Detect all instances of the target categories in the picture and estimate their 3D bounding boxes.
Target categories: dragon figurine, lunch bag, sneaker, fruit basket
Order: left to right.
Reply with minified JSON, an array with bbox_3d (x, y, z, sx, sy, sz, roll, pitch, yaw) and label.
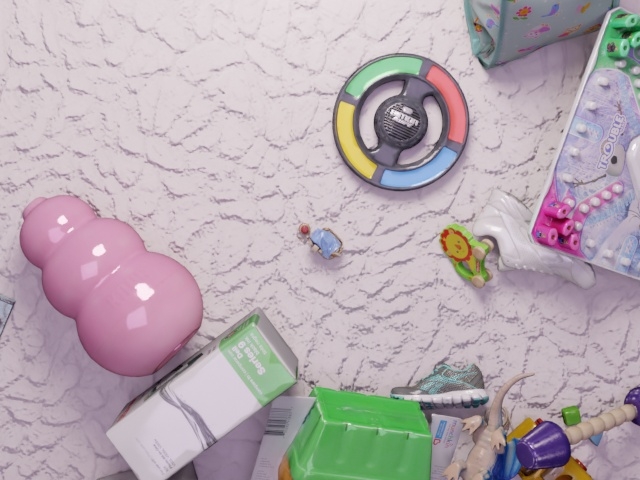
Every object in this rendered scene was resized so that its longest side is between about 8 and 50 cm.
[{"bbox_3d":[0.038,0.417,1.707,0.327,0.165,0.353,9,118,-12],"label":"fruit basket"},{"bbox_3d":[0.201,0.247,1.746,0.166,0.065,0.076,-3,64,8],"label":"sneaker"},{"bbox_3d":[0.282,0.348,1.687,0.085,0.144,0.289,17,84,31],"label":"dragon figurine"},{"bbox_3d":[0.353,0.020,1.720,0.232,0.090,0.115,38,99,4],"label":"sneaker"},{"bbox_3d":[0.345,-0.389,1.609,0.223,0.262,0.160,-23,64,-2],"label":"lunch bag"}]

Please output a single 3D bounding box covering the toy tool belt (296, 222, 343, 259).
[{"bbox_3d":[0.000,0.000,1.713,0.083,0.051,0.052,36,93,-4],"label":"toy tool belt"}]

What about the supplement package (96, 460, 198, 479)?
[{"bbox_3d":[-0.278,0.480,1.624,0.175,0.293,0.177,-15,96,0],"label":"supplement package"}]

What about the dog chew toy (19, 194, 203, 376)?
[{"bbox_3d":[-0.346,0.059,1.639,0.332,0.206,0.206,45,92,3],"label":"dog chew toy"}]

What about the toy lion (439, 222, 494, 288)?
[{"bbox_3d":[0.241,0.021,1.717,0.034,0.096,0.100,-38,137,-34],"label":"toy lion"}]

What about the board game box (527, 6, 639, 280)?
[{"bbox_3d":[0.562,-0.125,1.658,0.390,0.050,0.390,17,95,-24],"label":"board game box"}]

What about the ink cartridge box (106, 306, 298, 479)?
[{"bbox_3d":[-0.184,0.248,1.648,0.289,0.211,0.121,-37,93,1],"label":"ink cartridge box"}]

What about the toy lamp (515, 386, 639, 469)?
[{"bbox_3d":[0.438,0.313,1.688,0.274,0.080,0.080,-11,96,-29],"label":"toy lamp"}]

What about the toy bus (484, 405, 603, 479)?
[{"bbox_3d":[0.384,0.384,1.735,0.202,0.104,0.191,1,95,-3],"label":"toy bus"}]

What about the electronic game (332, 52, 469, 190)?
[{"bbox_3d":[0.134,-0.196,1.703,0.229,0.048,0.229,0,95,-2],"label":"electronic game"}]

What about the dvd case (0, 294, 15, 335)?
[{"bbox_3d":[-0.576,0.139,1.724,0.087,0.013,0.119,24,93,-4],"label":"dvd case"}]
